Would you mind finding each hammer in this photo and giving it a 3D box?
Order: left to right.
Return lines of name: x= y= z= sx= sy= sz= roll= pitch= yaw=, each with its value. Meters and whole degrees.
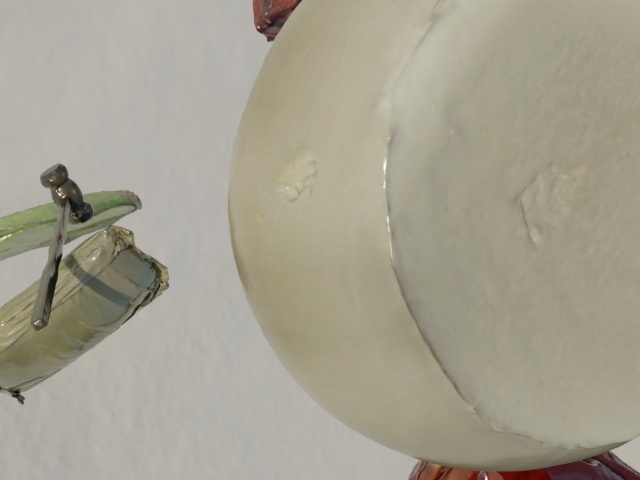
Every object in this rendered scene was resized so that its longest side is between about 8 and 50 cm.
hammer: x=-0.224 y=0.006 z=0.986 sx=0.058 sy=0.029 sz=0.292 roll=57 pitch=6 yaw=-22

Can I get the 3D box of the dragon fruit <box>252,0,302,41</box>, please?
dragon fruit: x=0.054 y=-0.393 z=1.543 sx=0.205 sy=0.317 sz=0.152 roll=10 pitch=52 yaw=-62

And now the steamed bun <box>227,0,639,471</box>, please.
steamed bun: x=0.099 y=-0.029 z=0.677 sx=0.324 sy=0.206 sz=0.324 roll=-2 pitch=95 yaw=-28

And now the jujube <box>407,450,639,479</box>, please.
jujube: x=0.171 y=0.229 z=0.847 sx=0.250 sy=0.174 sz=0.174 roll=40 pitch=49 yaw=-15

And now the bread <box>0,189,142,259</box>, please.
bread: x=-0.361 y=-0.007 z=1.398 sx=0.301 sy=0.301 sz=0.045 roll=-21 pitch=91 yaw=-59

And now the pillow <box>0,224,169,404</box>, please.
pillow: x=-0.230 y=0.068 z=1.046 sx=0.053 sy=0.208 sz=0.119 roll=54 pitch=4 yaw=32
